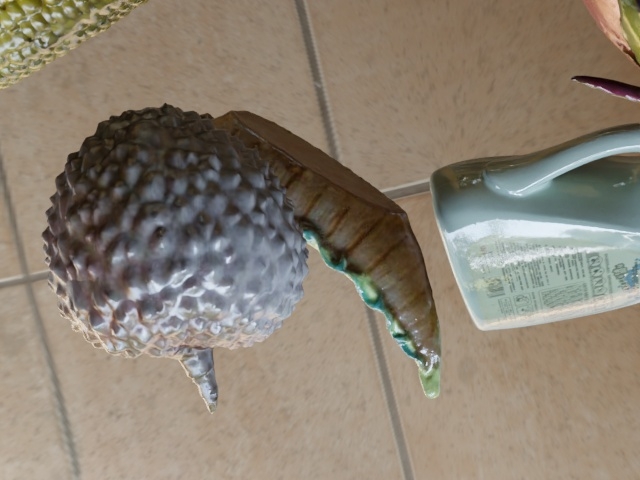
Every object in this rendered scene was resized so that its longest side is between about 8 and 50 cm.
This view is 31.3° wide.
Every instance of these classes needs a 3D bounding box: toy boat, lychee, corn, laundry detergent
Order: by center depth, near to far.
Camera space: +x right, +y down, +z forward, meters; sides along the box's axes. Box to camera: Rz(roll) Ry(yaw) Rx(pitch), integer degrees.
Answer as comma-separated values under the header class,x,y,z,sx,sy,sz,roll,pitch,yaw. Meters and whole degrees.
class,x,y,z,sx,sy,sz,roll,pitch,yaw
lychee,-0.089,0.014,0.708,0.165,0.165,0.198,-7,89,7
corn,-0.146,-0.198,0.756,0.310,0.101,0.101,-28,89,11
toy boat,0.008,-0.007,0.901,0.293,0.108,0.099,41,112,13
laundry detergent,0.256,-0.020,1.041,0.280,0.215,0.105,-13,47,14

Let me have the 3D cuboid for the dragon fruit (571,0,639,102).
class,x,y,z,sx,sy,sz,roll,pitch,yaw
dragon fruit,0.264,-0.234,0.779,0.189,0.290,0.291,15,95,-3
